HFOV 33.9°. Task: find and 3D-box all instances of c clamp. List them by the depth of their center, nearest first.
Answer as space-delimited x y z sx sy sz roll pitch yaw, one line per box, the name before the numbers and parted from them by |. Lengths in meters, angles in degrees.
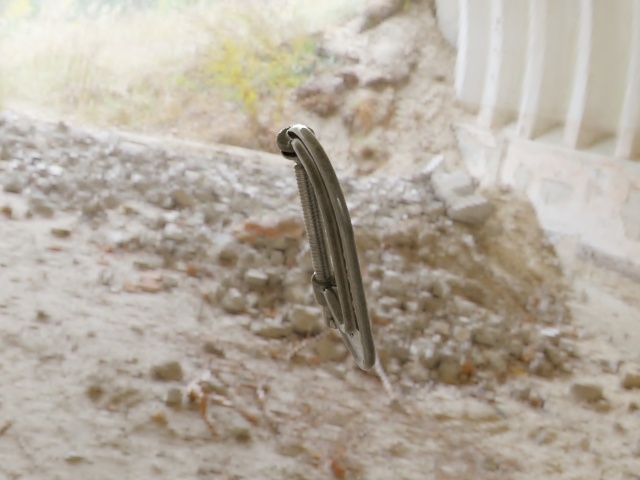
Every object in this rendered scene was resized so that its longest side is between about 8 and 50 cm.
c clamp | 0.000 0.000 0.579 0.022 0.161 0.137 -16 41 -7
